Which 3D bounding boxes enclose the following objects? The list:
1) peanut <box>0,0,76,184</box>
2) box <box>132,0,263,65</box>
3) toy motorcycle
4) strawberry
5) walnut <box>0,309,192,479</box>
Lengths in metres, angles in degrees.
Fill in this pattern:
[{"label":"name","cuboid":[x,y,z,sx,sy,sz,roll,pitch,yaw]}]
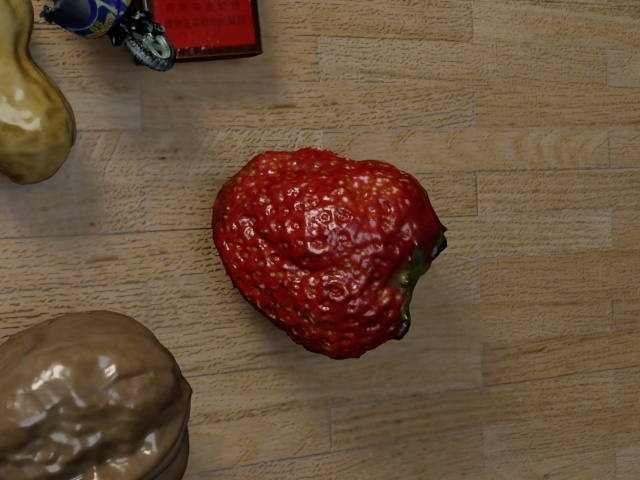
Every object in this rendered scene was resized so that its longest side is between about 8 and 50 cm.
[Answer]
[{"label":"peanut","cuboid":[-0.373,-0.204,1.225,0.147,0.147,0.305,-23,104,-25]},{"label":"box","cuboid":[-0.162,-0.339,1.366,0.153,0.074,0.239,-9,95,-23]},{"label":"toy motorcycle","cuboid":[-0.275,-0.318,1.239,0.315,0.113,0.169,57,25,6]},{"label":"strawberry","cuboid":[0.000,0.000,1.382,0.277,0.257,0.257,30,78,-8]},{"label":"walnut","cuboid":[-0.270,0.205,1.239,0.273,0.227,0.273,-2,95,-24]}]
